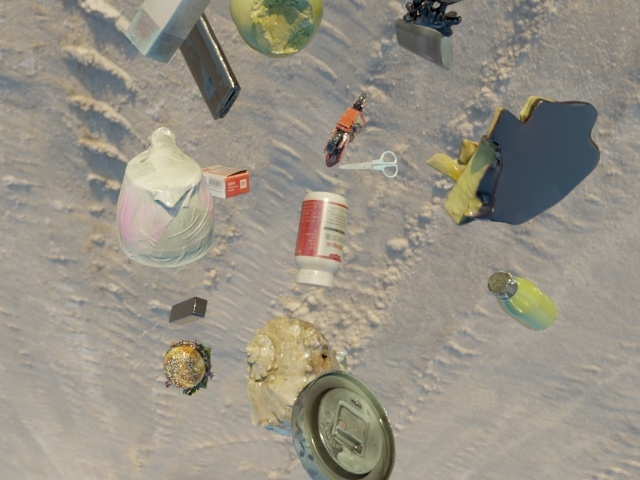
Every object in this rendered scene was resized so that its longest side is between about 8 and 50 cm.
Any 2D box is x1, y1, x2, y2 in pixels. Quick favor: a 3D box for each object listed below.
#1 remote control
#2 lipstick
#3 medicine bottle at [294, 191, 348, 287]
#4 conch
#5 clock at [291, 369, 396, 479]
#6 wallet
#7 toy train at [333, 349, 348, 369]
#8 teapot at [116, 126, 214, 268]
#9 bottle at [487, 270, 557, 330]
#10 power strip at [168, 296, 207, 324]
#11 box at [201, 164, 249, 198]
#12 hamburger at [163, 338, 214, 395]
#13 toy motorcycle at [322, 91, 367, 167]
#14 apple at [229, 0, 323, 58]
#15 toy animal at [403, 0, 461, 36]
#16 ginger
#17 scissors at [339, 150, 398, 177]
[{"bbox_3d":[0.341,-0.667,1.649,0.044,0.377,0.107,-16,124,-6],"label":"remote control"},{"bbox_3d":[-0.250,-0.531,0.978,0.080,0.076,0.371,48,111,12],"label":"lipstick"},{"bbox_3d":[0.000,0.000,1.341,0.131,0.250,0.131,7,170,1],"label":"medicine bottle"},{"bbox_3d":[-0.046,0.364,1.270,0.352,0.297,0.210,24,165,-14],"label":"conch"},{"bbox_3d":[0.043,0.339,0.867,0.215,0.215,0.042,32,129,-23],"label":"clock"},{"bbox_3d":[-0.420,-0.659,1.754,0.228,0.062,0.406,-32,84,57],"label":"wallet"},{"bbox_3d":[0.020,0.391,1.506,0.127,0.089,0.219,-3,176,12],"label":"toy train"},{"bbox_3d":[-0.253,-0.079,0.849,0.163,0.221,0.178,16,131,1],"label":"teapot"},{"bbox_3d":[0.548,0.161,1.343,0.112,0.112,0.260,-28,137,35],"label":"bottle"},{"bbox_3d":[-0.252,0.135,0.930,0.029,0.038,0.111,23,151,-34],"label":"power strip"},{"bbox_3d":[-0.388,-0.237,1.946,0.182,0.133,0.099,16,117,36],"label":"box"},{"bbox_3d":[-0.430,0.409,1.568,0.164,0.093,0.189,-4,98,7],"label":"hamburger"},{"bbox_3d":[0.104,-0.424,1.865,0.089,0.298,0.171,30,158,4],"label":"toy motorcycle"},{"bbox_3d":[-0.125,-0.686,1.457,0.279,0.279,0.279,6,138,5],"label":"apple"},{"bbox_3d":[0.262,-0.501,0.950,0.121,0.117,0.210,16,165,-15],"label":"toy animal"},{"bbox_3d":[0.501,-0.239,1.294,0.413,0.211,0.358,-25,127,-7],"label":"ginger"},{"bbox_3d":[0.062,-0.097,0.631,0.083,0.036,0.006,-5,179,-20],"label":"scissors"}]
